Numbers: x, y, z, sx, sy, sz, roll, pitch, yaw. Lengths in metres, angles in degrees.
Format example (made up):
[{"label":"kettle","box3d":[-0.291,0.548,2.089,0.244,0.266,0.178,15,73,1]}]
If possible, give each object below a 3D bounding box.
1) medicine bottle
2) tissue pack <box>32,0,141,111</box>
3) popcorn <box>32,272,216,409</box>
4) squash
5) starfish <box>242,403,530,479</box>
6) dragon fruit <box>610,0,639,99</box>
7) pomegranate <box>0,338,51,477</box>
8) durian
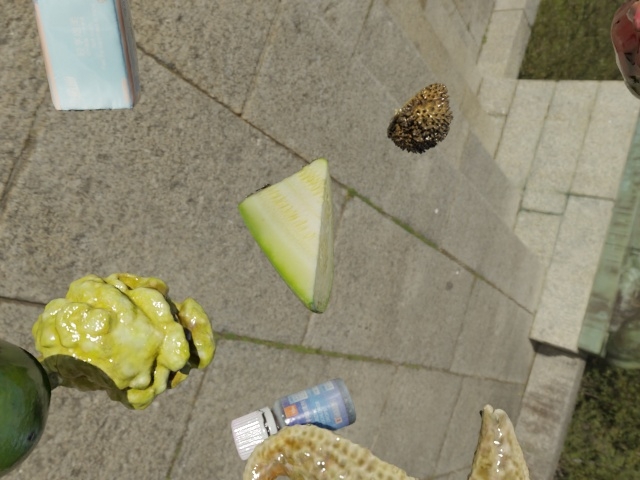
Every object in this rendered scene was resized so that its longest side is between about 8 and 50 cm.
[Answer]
[{"label":"medicine bottle","box3d":[-0.046,0.302,0.856,0.203,0.083,0.084,-17,121,-9]},{"label":"tissue pack","box3d":[-0.158,-0.138,0.346,0.058,0.074,0.095,-7,111,-14]},{"label":"popcorn","box3d":[-0.331,0.168,0.843,0.250,0.241,0.235,2,59,-60]},{"label":"squash","box3d":[0.000,0.000,0.855,0.203,0.289,0.111,-30,135,-15]},{"label":"starfish","box3d":[0.099,0.364,0.439,0.082,0.323,0.433,-6,80,-78]},{"label":"dragon fruit","box3d":[0.303,-0.106,0.271,0.302,0.231,0.237,3,111,-26]},{"label":"pomegranate","box3d":[-0.389,0.209,0.527,0.187,0.186,0.225,21,67,-52]},{"label":"durian","box3d":[0.187,-0.213,0.946,0.188,0.148,0.091,-10,66,-48]}]
